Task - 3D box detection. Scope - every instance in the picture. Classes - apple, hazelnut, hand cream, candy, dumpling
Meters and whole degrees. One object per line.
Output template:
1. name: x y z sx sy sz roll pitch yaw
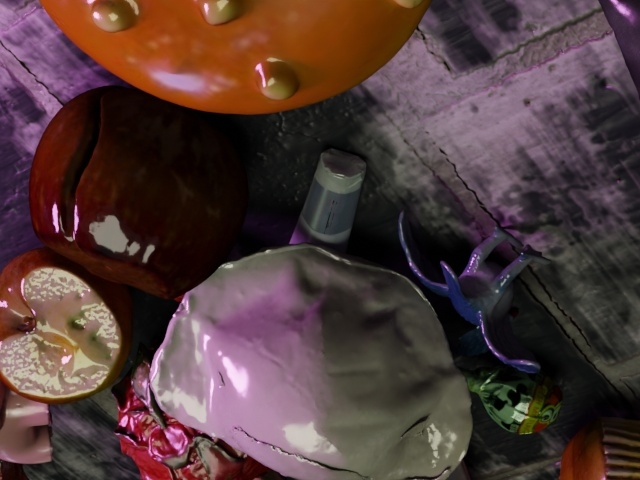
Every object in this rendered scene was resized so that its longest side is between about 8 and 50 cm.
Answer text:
1. apple: -0.321 0.103 1.676 0.173 0.160 0.195 16 98 -21
2. hazelnut: -0.198 -0.055 1.482 0.233 0.218 0.218 25 135 -21
3. hand cream: 0.000 0.000 1.574 0.079 0.048 0.255 20 138 3
4. candy: 0.148 0.157 1.681 0.305 0.091 0.083 19 103 12
5. dumpling: 0.006 0.142 1.546 0.341 0.181 0.260 20 98 19

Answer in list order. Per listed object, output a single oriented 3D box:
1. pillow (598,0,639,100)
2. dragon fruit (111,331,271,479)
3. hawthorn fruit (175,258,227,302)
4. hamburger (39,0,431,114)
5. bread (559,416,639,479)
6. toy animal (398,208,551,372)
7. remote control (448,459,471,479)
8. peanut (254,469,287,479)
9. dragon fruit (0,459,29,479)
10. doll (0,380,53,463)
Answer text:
1. pillow: 0.368 -0.162 1.272 0.186 0.106 0.250 -7 129 32
2. dragon fruit: -0.128 0.221 1.738 0.233 0.234 0.293 -24 154 33
3. hawthorn fruit: -0.156 0.030 1.624 0.093 0.093 0.093 8 135 8
4. hamburger: -0.079 -0.294 1.144 0.395 0.277 0.396 8 133 8
5. bread: 0.365 0.328 1.702 0.133 0.179 0.250 5 144 -1
6. toy animal: 0.179 0.072 1.520 0.255 0.239 0.176 7 120 -54
7. remote control: 0.088 0.302 1.803 0.221 0.103 0.332 -2 132 24
8. peanut: -0.076 0.351 1.856 0.274 0.125 0.111 17 176 40
9. dragon fruit: -0.513 0.311 1.910 0.198 0.200 0.269 -15 129 17
10. doll: -0.484 0.206 1.766 0.268 0.284 0.216 -4 141 -12
